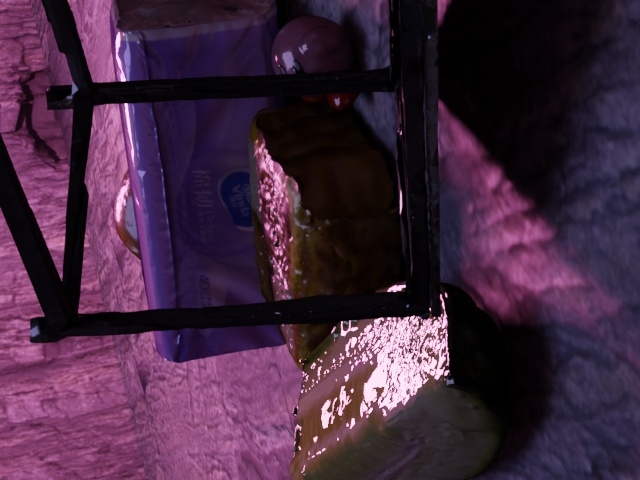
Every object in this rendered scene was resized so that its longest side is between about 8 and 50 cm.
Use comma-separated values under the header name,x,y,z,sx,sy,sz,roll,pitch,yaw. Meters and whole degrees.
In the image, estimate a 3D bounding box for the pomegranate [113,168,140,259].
name,x,y,z,sx,sy,sz,roll,pitch,yaw
pomegranate,-0.142,-0.022,1.665,0.205,0.159,0.159,44,156,12

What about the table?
name,x,y,z,sx,sy,sz,roll,pitch,yaw
table,-0.071,-0.122,0.877,0.335,0.272,0.222,83,-176,-54

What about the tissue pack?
name,x,y,z,sx,sy,sz,roll,pitch,yaw
tissue pack,-0.109,-0.087,1.432,0.242,0.160,0.338,-113,17,-64

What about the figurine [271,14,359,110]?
name,x,y,z,sx,sy,sz,roll,pitch,yaw
figurine,-0.007,-0.148,1.199,0.071,0.067,0.083,45,153,-28

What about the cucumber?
name,x,y,z,sx,sy,sz,roll,pitch,yaw
cucumber,0.069,0.116,1.087,0.325,0.105,0.145,129,150,-61

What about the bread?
name,x,y,z,sx,sy,sz,roll,pitch,yaw
bread,0.000,0.000,1.255,0.181,0.096,0.222,-117,20,-51
